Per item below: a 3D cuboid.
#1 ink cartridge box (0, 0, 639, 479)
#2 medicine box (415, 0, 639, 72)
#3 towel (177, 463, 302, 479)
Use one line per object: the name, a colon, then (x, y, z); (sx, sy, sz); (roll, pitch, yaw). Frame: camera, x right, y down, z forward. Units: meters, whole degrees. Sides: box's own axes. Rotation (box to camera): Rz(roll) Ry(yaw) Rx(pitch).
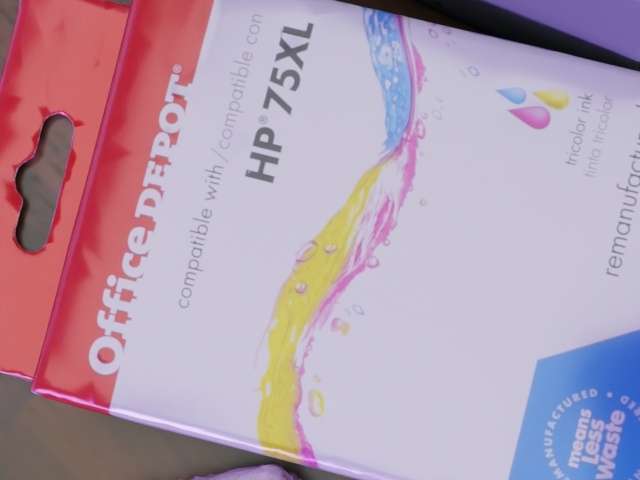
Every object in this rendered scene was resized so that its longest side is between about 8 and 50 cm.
ink cartridge box: (0.000, 0.000, 0.571); (0.231, 0.078, 0.134); (13, 86, 3)
medicine box: (0.037, -0.233, 0.555); (0.263, 0.149, 0.289); (24, 87, 3)
towel: (-0.127, 0.257, 0.566); (0.331, 0.053, 0.317); (-15, 86, 0)
